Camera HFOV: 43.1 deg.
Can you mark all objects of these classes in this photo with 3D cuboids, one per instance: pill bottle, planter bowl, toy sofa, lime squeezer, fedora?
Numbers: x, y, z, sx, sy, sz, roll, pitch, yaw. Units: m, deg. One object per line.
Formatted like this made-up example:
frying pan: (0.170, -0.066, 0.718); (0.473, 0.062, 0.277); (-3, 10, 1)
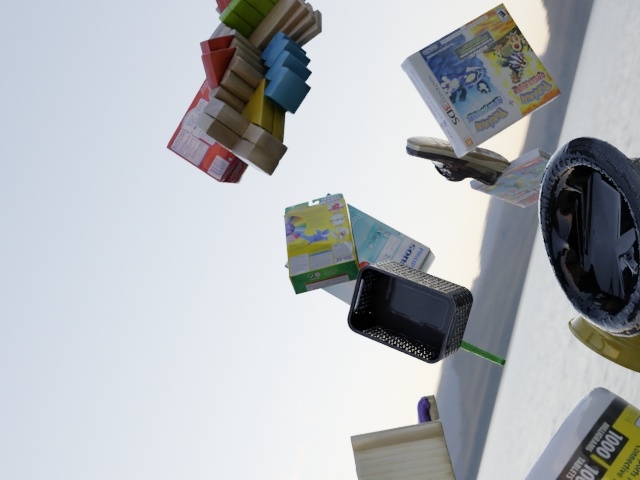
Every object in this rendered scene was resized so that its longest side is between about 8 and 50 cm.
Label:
pill bottle: (0.408, 0.333, 0.917); (0.188, 0.334, 0.187); (-42, -28, -29)
planter bowl: (0.589, 0.164, 1.528); (0.217, 0.217, 0.090); (-39, -30, -68)
toy sofa: (0.145, 0.428, 1.360); (0.362, 0.150, 0.177); (77, -178, -46)
lime squeezer: (0.219, 0.174, 1.634); (0.110, 0.310, 0.058); (4, -77, -53)
fedora: (0.485, -0.019, 1.281); (0.334, 0.153, 0.333); (162, 90, -75)

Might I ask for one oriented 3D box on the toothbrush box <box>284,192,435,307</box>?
toothbrush box: (0.099, 0.053, 1.975); (0.216, 0.296, 0.126); (-59, -17, -2)

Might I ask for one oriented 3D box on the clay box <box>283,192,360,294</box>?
clay box: (0.000, 0.000, 1.534); (0.222, 0.128, 0.053); (-97, -9, -53)

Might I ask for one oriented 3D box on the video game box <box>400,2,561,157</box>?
video game box: (0.268, -0.269, 1.352); (0.205, 0.187, 0.048); (-32, 0, -12)

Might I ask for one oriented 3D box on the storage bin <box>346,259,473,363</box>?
storage bin: (0.149, 0.116, 1.353); (0.084, 0.180, 0.122); (-10, -64, -60)

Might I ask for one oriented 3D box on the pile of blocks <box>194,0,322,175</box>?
pile of blocks: (-0.087, -0.248, 1.024); (0.113, 0.149, 0.362); (33, -142, -36)

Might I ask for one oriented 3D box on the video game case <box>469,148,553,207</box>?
video game case: (0.550, -0.158, 2.120); (0.285, 0.204, 0.025); (13, -121, -47)

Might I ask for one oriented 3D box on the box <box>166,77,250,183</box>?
box: (-0.154, -0.243, 1.501); (0.256, 0.128, 0.122); (-59, -8, 8)

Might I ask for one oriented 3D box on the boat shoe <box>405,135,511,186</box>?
boat shoe: (0.324, -0.183, 1.933); (0.103, 0.285, 0.092); (49, 126, 54)
